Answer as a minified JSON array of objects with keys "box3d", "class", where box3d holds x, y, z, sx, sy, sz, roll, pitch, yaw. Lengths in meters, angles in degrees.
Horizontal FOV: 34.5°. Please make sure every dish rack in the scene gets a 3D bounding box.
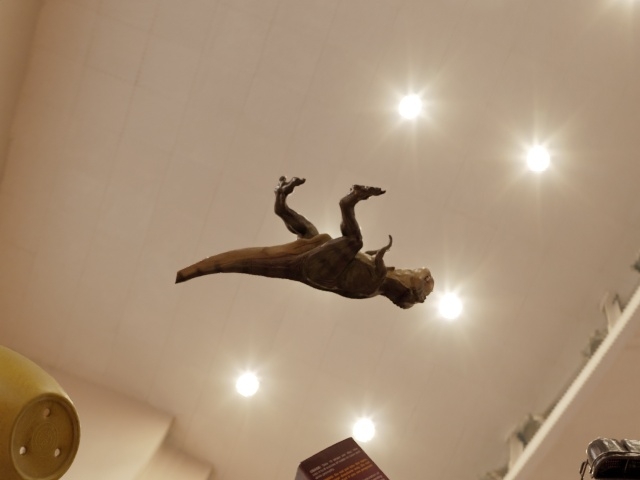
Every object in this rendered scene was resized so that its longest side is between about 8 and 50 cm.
[{"box3d":[0.467,0.412,1.527,0.208,0.074,0.271,5,-65,-7],"class":"dish rack"}]

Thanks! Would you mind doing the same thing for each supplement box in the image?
[{"box3d":[0.051,0.319,1.102,0.188,0.081,0.104,45,-42,31],"class":"supplement box"}]

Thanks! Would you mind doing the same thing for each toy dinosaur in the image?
[{"box3d":[0.000,0.000,1.005,0.268,0.064,0.118,7,-87,-15],"class":"toy dinosaur"}]

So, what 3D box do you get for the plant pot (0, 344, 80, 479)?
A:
[{"box3d":[-0.236,0.143,0.764,0.095,0.134,0.134,1,-69,35],"class":"plant pot"}]
